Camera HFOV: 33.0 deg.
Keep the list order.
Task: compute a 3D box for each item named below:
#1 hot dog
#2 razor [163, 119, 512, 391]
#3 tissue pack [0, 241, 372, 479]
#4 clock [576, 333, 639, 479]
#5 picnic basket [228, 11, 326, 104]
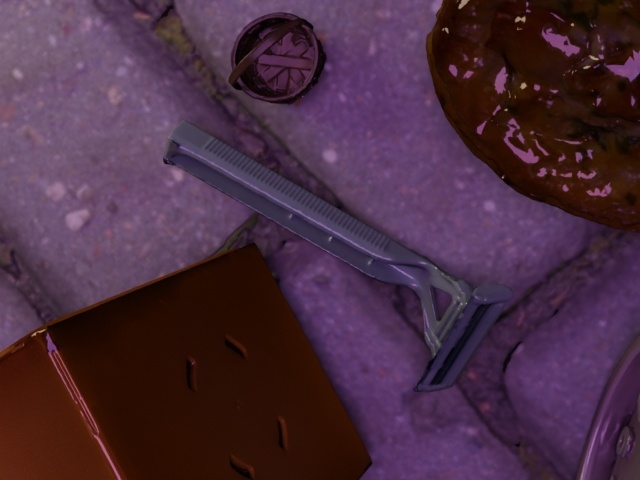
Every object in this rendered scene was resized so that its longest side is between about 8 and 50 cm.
[{"bbox_3d":[0.202,-0.105,0.708,0.272,0.122,0.196,29,133,4],"label":"hot dog"},{"bbox_3d":[0.005,-0.006,0.800,0.278,0.056,0.111,35,135,12],"label":"razor"},{"bbox_3d":[-0.104,0.136,0.703,0.145,0.274,0.194,-31,87,23],"label":"tissue pack"},{"bbox_3d":[0.225,0.154,0.695,0.068,0.197,0.197,17,97,0],"label":"clock"},{"bbox_3d":[-0.034,-0.131,0.777,0.072,0.083,0.072,1,93,10],"label":"picnic basket"}]
